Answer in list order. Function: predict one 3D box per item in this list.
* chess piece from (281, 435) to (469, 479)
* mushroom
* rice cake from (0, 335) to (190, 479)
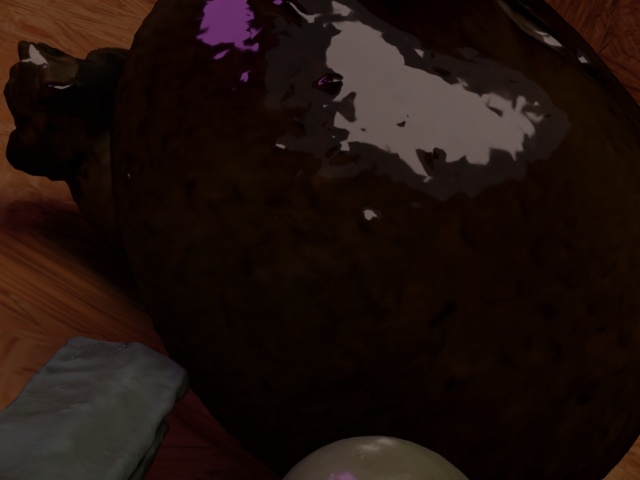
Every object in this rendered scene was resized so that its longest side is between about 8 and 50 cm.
[{"bbox_3d":[0.077,0.158,0.527,0.243,0.133,0.133,28,16,34],"label":"chess piece"},{"bbox_3d":[-0.001,-0.002,0.744,0.331,0.356,0.334,8,63,-74],"label":"mushroom"},{"bbox_3d":[-0.116,0.113,0.473,0.066,0.063,0.336,19,18,3],"label":"rice cake"}]
